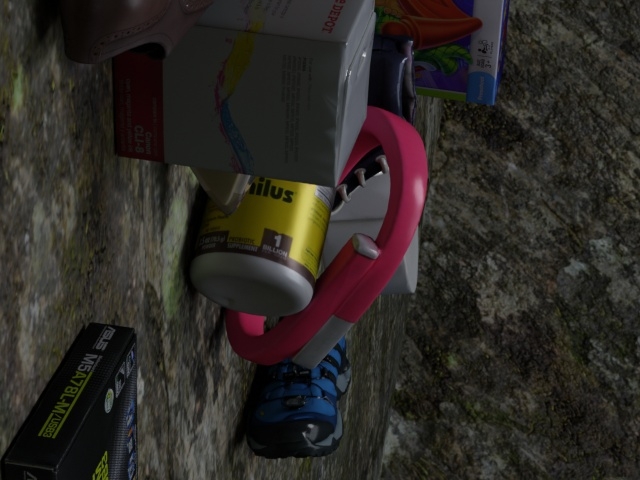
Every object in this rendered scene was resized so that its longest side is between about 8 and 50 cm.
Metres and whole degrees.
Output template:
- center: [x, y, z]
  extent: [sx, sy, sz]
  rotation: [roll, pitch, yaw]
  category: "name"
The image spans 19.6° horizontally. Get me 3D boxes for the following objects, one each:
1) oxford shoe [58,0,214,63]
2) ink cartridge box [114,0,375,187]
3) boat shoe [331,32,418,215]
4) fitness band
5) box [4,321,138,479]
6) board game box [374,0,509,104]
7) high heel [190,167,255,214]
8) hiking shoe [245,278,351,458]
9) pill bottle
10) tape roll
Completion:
- center: [-0.117, -0.183, 1.294]
  extent: [0.271, 0.097, 0.098]
  rotation: [-33, 141, -67]
  category: "oxford shoe"
- center: [-0.054, -0.133, 1.414]
  extent: [0.128, 0.176, 0.127]
  rotation: [-67, 163, -56]
  category: "ink cartridge box"
- center: [0.014, -0.073, 1.947]
  extent: [0.127, 0.158, 0.340]
  rotation: [-67, 163, -57]
  category: "boat shoe"
- center: [0.000, 0.000, 1.809]
  extent: [0.291, 0.054, 0.209]
  rotation: [-50, -148, 29]
  category: "fitness band"
- center: [-0.179, 0.186, 1.367]
  extent: [0.184, 0.045, 0.191]
  rotation: [-70, 165, -60]
  category: "box"
- center: [0.083, -0.317, 1.910]
  extent: [0.078, 0.233, 0.347]
  rotation: [-71, 166, -50]
  category: "board game box"
- center: [-0.063, -0.168, 1.586]
  extent: [0.186, 0.093, 0.261]
  rotation: [-57, 148, -61]
  category: "high heel"
- center: [-0.030, 0.152, 2.127]
  extent: [0.304, 0.113, 0.132]
  rotation: [-78, 163, -72]
  category: "hiking shoe"
- center: [-0.045, -0.045, 1.741]
  extent: [0.117, 0.117, 0.215]
  rotation: [79, 21, -64]
  category: "pill bottle"
- center: [0.057, -0.074, 2.231]
  extent: [0.286, 0.100, 0.286]
  rotation: [-2, 90, -83]
  category: "tape roll"
